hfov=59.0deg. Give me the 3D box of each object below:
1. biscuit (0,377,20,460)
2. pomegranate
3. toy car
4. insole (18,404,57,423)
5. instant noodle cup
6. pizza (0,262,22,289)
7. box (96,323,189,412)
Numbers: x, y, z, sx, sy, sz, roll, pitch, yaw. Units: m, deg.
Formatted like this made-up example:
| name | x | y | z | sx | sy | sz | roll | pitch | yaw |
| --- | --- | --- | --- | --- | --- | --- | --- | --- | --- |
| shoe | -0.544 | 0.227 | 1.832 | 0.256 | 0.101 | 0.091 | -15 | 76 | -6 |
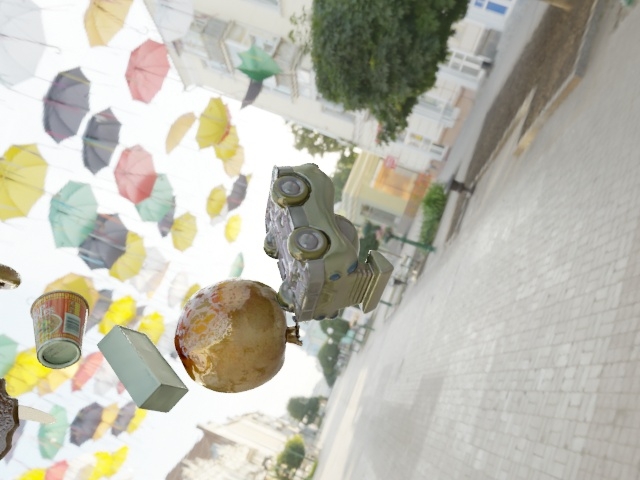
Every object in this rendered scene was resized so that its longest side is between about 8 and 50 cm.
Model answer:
| name | x | y | z | sx | sy | sz | roll | pitch | yaw |
| --- | --- | --- | --- | --- | --- | --- | --- | --- | --- |
| biscuit | -0.842 | 0.453 | 1.430 | 0.034 | 0.182 | 0.215 | 62 | -135 | -74 |
| pomegranate | -0.203 | 0.235 | 1.422 | 0.319 | 0.320 | 0.318 | 21 | -90 | -83 |
| toy car | 0.000 | 0.000 | 1.310 | 0.242 | 0.227 | 0.335 | 105 | 154 | -47 |
| insole | -0.826 | 0.457 | 1.511 | 0.109 | 0.323 | 0.007 | 61 | -144 | -40 |
| instant noodle cup | -0.842 | 0.299 | 1.832 | 0.212 | 0.193 | 0.193 | -121 | 40 | -49 |
| pizza | -0.919 | 0.097 | 1.536 | 0.292 | 0.197 | 0.058 | -17 | 61 | 54 |
| box | -0.459 | 0.330 | 1.456 | 0.086 | 0.225 | 0.129 | -47 | -29 | -2 |
